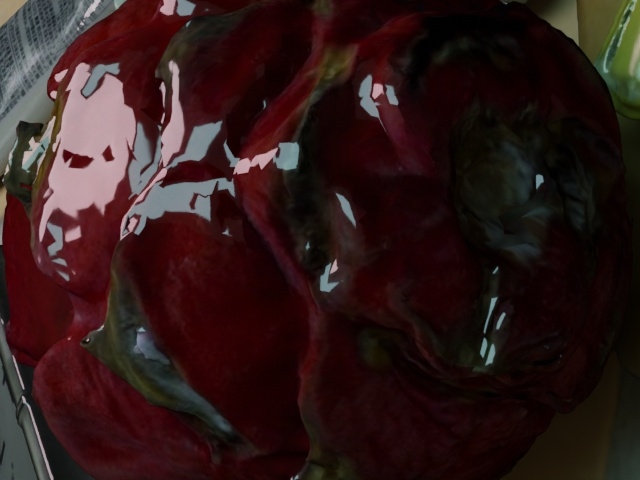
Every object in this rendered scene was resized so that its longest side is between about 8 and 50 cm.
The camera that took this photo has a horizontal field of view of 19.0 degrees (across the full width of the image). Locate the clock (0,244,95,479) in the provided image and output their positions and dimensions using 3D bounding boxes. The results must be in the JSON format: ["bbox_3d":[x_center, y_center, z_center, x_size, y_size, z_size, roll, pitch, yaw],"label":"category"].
[{"bbox_3d":[-0.165,0.180,1.083,0.273,0.049,0.279,109,148,-41],"label":"clock"}]

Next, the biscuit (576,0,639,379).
[{"bbox_3d":[0.243,-0.080,0.984,0.237,0.062,0.291,-19,54,31],"label":"biscuit"}]

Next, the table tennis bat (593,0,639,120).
[{"bbox_3d":[0.219,-0.234,0.958,0.224,0.054,0.369,16,90,22],"label":"table tennis bat"}]

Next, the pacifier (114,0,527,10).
[{"bbox_3d":[0.011,-0.198,1.159,0.269,0.288,0.343,21,55,11],"label":"pacifier"}]

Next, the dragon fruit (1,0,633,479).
[{"bbox_3d":[0.000,-0.003,0.953,0.329,0.329,0.329,-19,55,30],"label":"dragon fruit"}]

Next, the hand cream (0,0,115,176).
[{"bbox_3d":[-0.189,-0.135,1.370,0.340,0.077,0.124,-41,47,23],"label":"hand cream"}]
